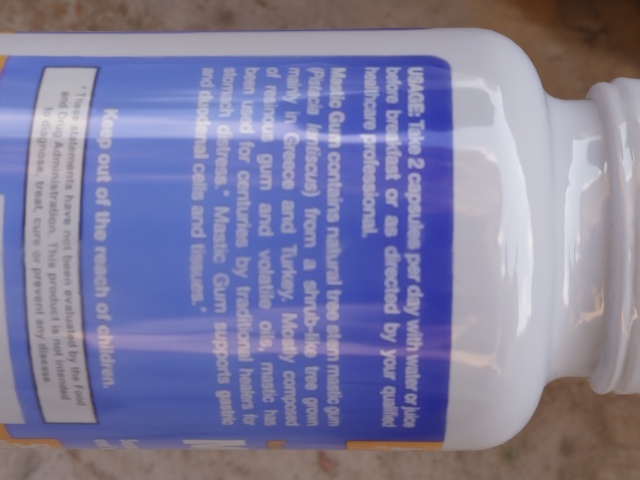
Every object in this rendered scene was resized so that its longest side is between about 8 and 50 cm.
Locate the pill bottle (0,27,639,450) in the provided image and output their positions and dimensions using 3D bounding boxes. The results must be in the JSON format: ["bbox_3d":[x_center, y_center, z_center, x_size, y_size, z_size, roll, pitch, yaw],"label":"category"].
[{"bbox_3d":[0.000,0.000,0.502,0.272,0.152,0.152,1,43,2],"label":"pill bottle"}]
